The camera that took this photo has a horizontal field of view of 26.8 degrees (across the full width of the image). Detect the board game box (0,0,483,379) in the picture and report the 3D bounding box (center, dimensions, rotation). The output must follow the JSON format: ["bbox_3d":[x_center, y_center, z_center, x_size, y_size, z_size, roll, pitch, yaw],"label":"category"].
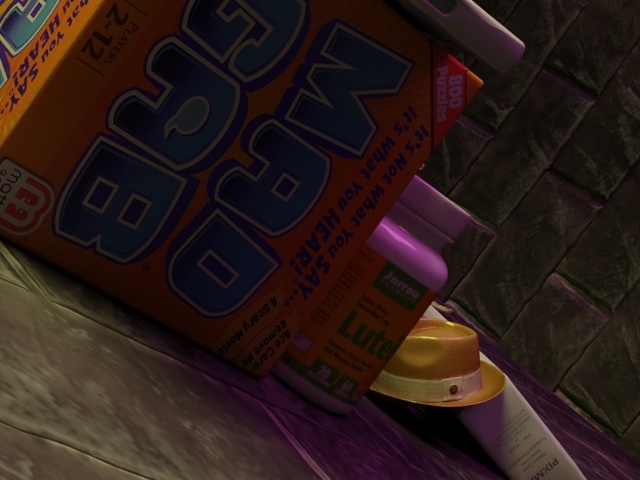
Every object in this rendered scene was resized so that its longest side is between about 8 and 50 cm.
[{"bbox_3d":[-0.144,-0.154,1.307,0.356,0.356,0.356,33,6,-34],"label":"board game box"}]

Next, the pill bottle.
[{"bbox_3d":[0.045,0.045,1.390,0.136,0.246,0.136,36,4,-3],"label":"pill bottle"}]

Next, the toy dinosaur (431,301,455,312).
[{"bbox_3d":[0.090,0.102,2.072,0.118,0.064,0.268,-5,0,-23],"label":"toy dinosaur"}]

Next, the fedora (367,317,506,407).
[{"bbox_3d":[0.135,0.143,1.646,0.194,0.079,0.194,2,14,-1],"label":"fedora"}]

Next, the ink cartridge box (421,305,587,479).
[{"bbox_3d":[0.259,0.279,1.896,0.385,0.091,0.308,53,-4,-26],"label":"ink cartridge box"}]

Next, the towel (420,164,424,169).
[{"bbox_3d":[-0.016,-0.184,1.713,0.317,0.053,0.332,38,4,-5],"label":"towel"}]

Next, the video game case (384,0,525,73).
[{"bbox_3d":[0.005,-0.276,1.197,0.300,0.036,0.329,34,7,-26],"label":"video game case"}]
